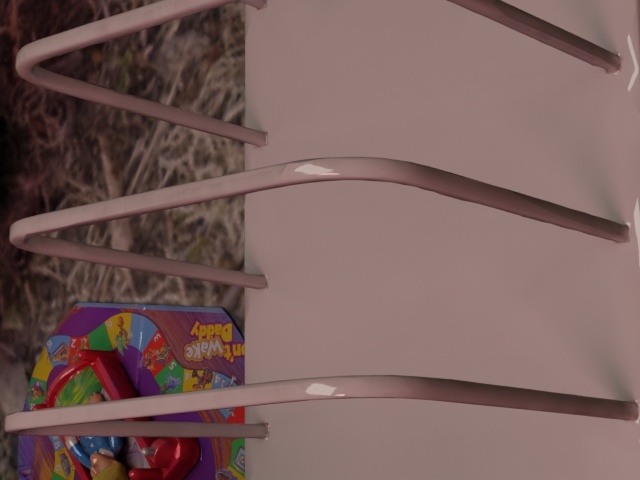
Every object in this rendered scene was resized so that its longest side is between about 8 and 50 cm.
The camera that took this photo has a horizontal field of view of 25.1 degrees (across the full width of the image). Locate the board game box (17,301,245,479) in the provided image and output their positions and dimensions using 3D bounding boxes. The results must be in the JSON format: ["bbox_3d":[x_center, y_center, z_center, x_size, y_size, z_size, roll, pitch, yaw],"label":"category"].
[{"bbox_3d":[-0.098,0.094,0.671,0.168,0.033,0.133,1,83,39],"label":"board game box"}]

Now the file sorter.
[{"bbox_3d":[0.000,0.000,0.517,0.192,0.173,0.278,-9,77,38],"label":"file sorter"}]
